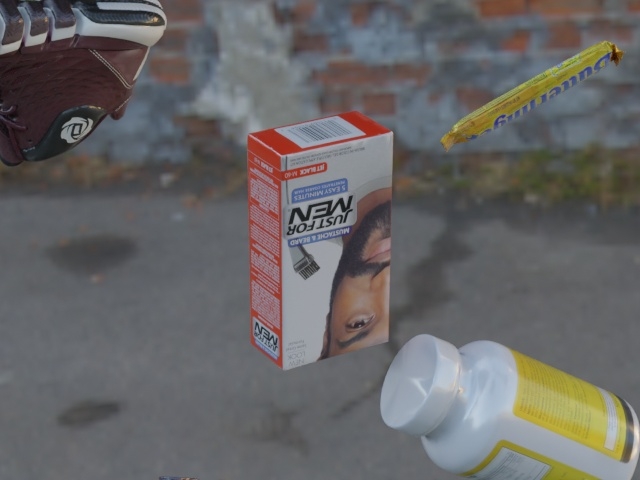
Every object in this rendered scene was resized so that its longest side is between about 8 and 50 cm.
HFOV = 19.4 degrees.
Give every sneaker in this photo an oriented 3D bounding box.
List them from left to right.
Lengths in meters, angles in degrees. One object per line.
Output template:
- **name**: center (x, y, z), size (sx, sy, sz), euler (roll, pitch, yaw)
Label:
- **sneaker**: center (-0.265, -0.125, 1.449), size (0.281, 0.162, 0.106), euler (1, 39, -23)

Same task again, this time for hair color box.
- **hair color box**: center (0.000, 0.000, 1.336), size (0.093, 0.167, 0.053), euler (-14, 30, -27)

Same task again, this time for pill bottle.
- **pill bottle**: center (0.141, 0.136, 1.402), size (0.184, 0.103, 0.103), euler (24, 12, -24)

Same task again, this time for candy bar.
- **candy bar**: center (0.165, -0.114, 1.467), size (0.161, 0.018, 0.040), euler (-28, -15, 8)

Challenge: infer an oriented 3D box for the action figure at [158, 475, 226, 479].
- **action figure**: center (-0.138, 0.398, 1.997), size (0.185, 0.285, 0.099), euler (2, -20, 33)
